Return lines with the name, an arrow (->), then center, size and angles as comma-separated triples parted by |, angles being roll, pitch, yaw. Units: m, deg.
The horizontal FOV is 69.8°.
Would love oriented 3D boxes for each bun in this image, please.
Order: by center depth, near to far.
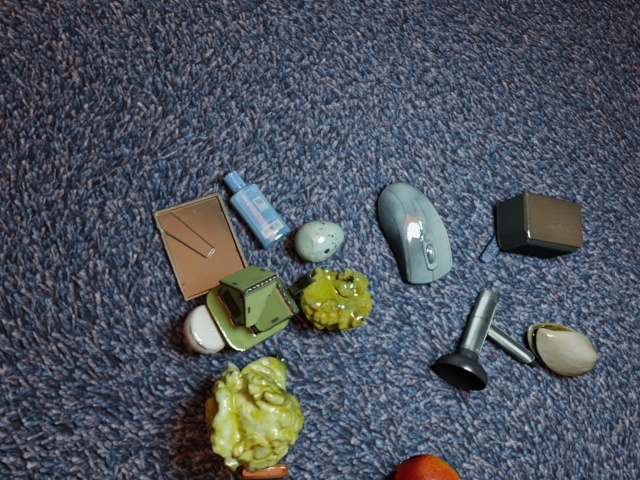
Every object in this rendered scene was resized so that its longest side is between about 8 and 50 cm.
bun -> -0.328, 0.254, 1.283 | 0.138, 0.094, 0.138 | 28, 49, -37

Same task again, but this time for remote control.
remote control -> 0.596, 0.019, 1.584 | 0.043, 0.027, 0.152 | 40, 69, 6

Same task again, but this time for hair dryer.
hair dryer -> 0.552, 0.348, 1.425 | 0.284, 0.155, 0.320 | 37, 62, 10

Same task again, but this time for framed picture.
framed picture -> -0.354, 0.014, 1.379 | 0.213, 0.016, 0.289 | -21, 81, -16

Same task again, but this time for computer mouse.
computer mouse -> 0.313, -0.026, 1.489 | 0.189, 0.122, 0.370 | -17, 83, -16

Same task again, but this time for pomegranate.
pomegranate -> 0.295, 0.687, 1.249 | 0.235, 0.210, 0.210 | -5, 74, -47

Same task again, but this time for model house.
model house -> -0.148, 0.151, 1.225 | 0.219, 0.279, 0.204 | -27, 83, -37

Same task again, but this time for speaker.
speaker -> 0.736, -0.052, 1.554 | 0.231, 0.153, 0.192 | 9, 75, -17

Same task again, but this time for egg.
egg -> 0.000, 0.000, 1.402 | 0.164, 0.131, 0.131 | -18, 80, -20

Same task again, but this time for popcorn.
popcorn -> -0.179, 0.442, 1.185 | 0.237, 0.293, 0.292 | -33, 84, 0
popcorn -> 0.046, 0.165, 1.340 | 0.218, 0.169, 0.189 | 13, 70, -26

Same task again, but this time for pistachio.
pistachio -> 0.775, 0.345, 1.477 | 0.238, 0.138, 0.153 | 37, 82, -6

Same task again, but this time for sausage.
sausage -> -0.150, 0.627, 1.248 | 0.131, 0.039, 0.041 | 5, 67, -12

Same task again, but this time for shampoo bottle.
shampoo bottle -> -0.207, -0.102, 1.418 | 0.104, 0.061, 0.258 | -35, 85, -18
